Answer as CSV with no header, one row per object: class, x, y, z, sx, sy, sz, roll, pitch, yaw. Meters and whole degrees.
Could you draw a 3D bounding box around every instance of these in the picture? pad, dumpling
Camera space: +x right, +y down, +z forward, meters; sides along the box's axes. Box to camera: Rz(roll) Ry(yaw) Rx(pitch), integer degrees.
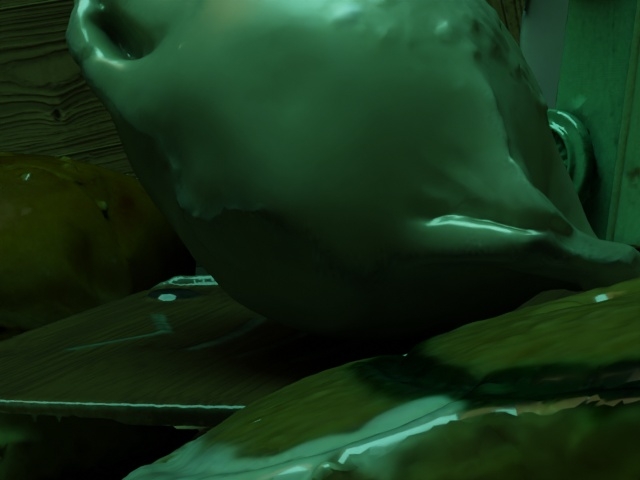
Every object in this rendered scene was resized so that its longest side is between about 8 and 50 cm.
pad,0.015,0.041,0.770,0.284,0.018,0.286,0,7,17
dumpling,0.016,-0.033,0.744,0.258,0.147,0.193,26,-4,21

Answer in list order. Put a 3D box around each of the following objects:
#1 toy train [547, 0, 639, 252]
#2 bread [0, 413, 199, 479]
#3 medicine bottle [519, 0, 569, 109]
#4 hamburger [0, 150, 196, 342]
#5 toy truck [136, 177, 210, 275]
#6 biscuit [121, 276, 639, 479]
toy train,0.203,-0.107,1.092,0.116,0.285,0.177,12,-5,-43
bread,-0.326,0.143,0.806,0.405,0.242,0.346,27,-28,-34
medicine bottle,0.321,-0.127,1.338,0.213,0.213,0.379,-12,-7,41
hamburger,-0.219,0.033,1.116,0.290,0.170,0.314,3,7,27
toy truck,0.000,0.000,1.325,0.305,0.136,0.162,-9,12,30
biscuit,0.116,0.031,0.457,0.344,0.057,0.287,-13,1,0
